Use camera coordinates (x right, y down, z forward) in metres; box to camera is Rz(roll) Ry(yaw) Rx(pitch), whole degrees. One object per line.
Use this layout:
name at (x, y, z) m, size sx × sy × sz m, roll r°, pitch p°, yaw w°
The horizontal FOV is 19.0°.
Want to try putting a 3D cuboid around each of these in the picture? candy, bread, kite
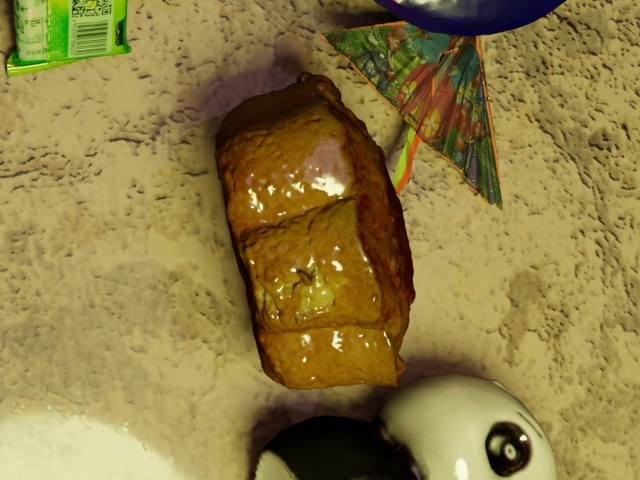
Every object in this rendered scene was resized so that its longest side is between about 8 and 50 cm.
candy at (-0.192, -0.185, 1.463) m, size 0.102 × 0.178 × 0.032 m, roll -6°, pitch 61°, yaw -10°
bread at (0.000, -0.005, 1.479) m, size 0.135 × 0.232 × 0.246 m, roll -13°, pitch 99°, yaw -3°
kite at (0.085, -0.121, 1.587) m, size 0.241 × 0.014 × 0.183 m, roll 38°, pitch 62°, yaw -34°

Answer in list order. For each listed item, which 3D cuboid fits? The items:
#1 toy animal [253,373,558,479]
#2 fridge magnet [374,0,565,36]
toy animal at (0.075, 0.204, 1.517) m, size 0.235 × 0.165 × 0.187 m, roll -15°, pitch 114°, yaw -15°
fridge magnet at (0.117, -0.298, 1.577) m, size 0.265 × 0.113 × 0.265 m, roll 1°, pitch 87°, yaw -15°
